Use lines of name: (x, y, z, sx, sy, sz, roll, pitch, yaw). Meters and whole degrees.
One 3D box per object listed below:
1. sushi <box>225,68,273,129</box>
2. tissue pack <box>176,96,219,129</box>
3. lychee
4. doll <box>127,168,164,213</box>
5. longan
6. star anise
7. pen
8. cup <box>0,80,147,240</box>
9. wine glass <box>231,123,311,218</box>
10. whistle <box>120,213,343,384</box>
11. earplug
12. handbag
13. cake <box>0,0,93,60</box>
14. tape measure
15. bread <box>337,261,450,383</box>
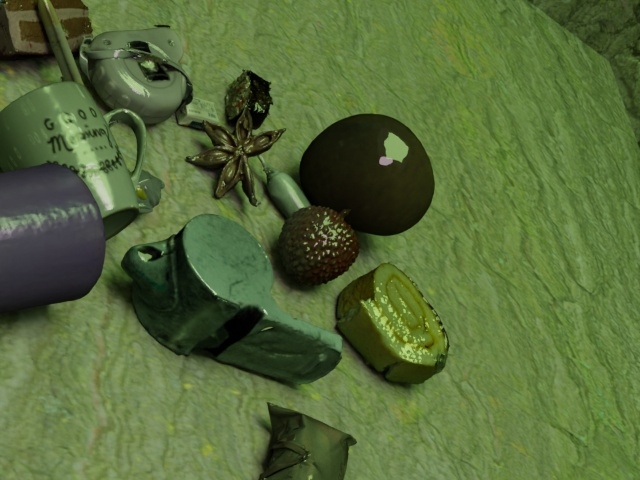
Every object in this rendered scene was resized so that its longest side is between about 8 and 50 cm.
sushi: (-0.157, -0.305, 2.190, 0.078, 0.090, 0.150, 31, 37, -29)
tissue pack: (-0.257, -0.264, 2.082, 0.083, 0.042, 0.062, 10, 52, -42)
lychee: (0.000, 0.000, 2.002, 0.165, 0.165, 0.197, 38, 70, -15)
doll: (-0.347, -0.081, 1.792, 0.180, 0.079, 0.094, -21, 74, -41)
longan: (0.097, -0.132, 2.149, 0.300, 0.300, 0.243, 50, 56, 1)
star anise: (-0.175, -0.176, 2.036, 0.172, 0.063, 0.207, 19, 71, -3)
pen: (-0.470, -0.330, 1.836, 0.032, 0.040, 0.233, -81, 156, -65)
cup: (-0.383, -0.127, 1.674, 0.258, 0.186, 0.234, -27, 79, -38)
wine glass: (-0.095, -0.127, 2.110, 0.262, 0.074, 0.074, 54, 35, 4)
whistle: (-0.148, 0.125, 1.722, 0.405, 0.168, 0.188, 44, 35, -6)
earplug: (-0.535, 0.021, 1.380, 0.456, 0.215, 0.215, -14, 68, -49)
handbag: (-0.033, 0.389, 1.650, 0.183, 0.117, 0.270, 29, 40, -12)
cake: (-0.526, -0.398, 1.877, 0.295, 0.113, 0.115, -29, 113, -64)
tape measure: (-0.352, -0.322, 1.974, 0.236, 0.120, 0.197, -16, 72, -48)
bread: (0.145, 0.181, 2.033, 0.257, 0.124, 0.186, 53, 42, 4)
